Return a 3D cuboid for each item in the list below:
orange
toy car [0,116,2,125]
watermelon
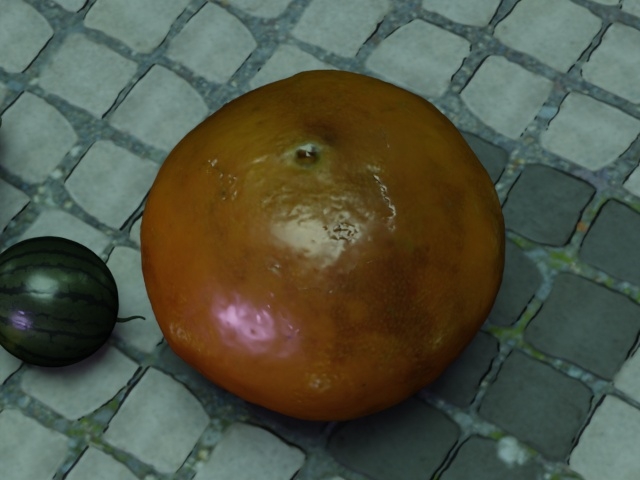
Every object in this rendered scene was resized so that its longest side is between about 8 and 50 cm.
[{"bbox_3d":[0.000,0.000,1.396,0.284,0.226,0.284,-1,53,1],"label":"orange"},{"bbox_3d":[-0.355,-0.081,1.496,0.198,0.204,0.248,-21,57,-36],"label":"toy car"},{"bbox_3d":[-0.204,0.052,1.447,0.133,0.105,0.105,14,59,-16],"label":"watermelon"}]
